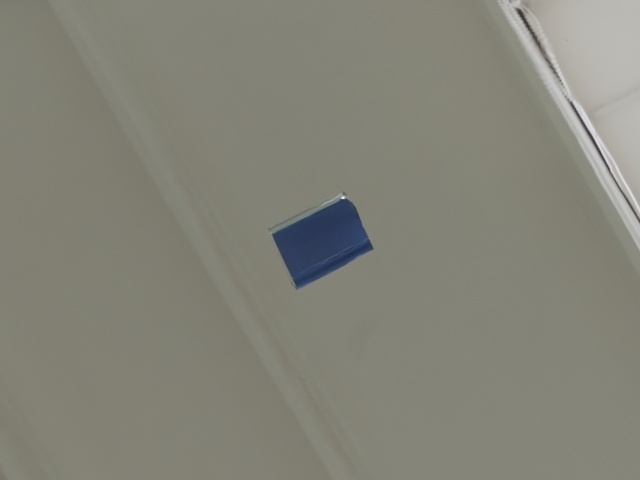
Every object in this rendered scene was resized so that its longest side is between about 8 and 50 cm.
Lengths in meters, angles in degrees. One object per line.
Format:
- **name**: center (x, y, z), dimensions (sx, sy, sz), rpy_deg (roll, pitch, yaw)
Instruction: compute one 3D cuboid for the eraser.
- **eraser**: center (0.000, 0.000, 0.939), dimensions (0.085, 0.027, 0.063), rpy_deg (-27, -72, -7)
